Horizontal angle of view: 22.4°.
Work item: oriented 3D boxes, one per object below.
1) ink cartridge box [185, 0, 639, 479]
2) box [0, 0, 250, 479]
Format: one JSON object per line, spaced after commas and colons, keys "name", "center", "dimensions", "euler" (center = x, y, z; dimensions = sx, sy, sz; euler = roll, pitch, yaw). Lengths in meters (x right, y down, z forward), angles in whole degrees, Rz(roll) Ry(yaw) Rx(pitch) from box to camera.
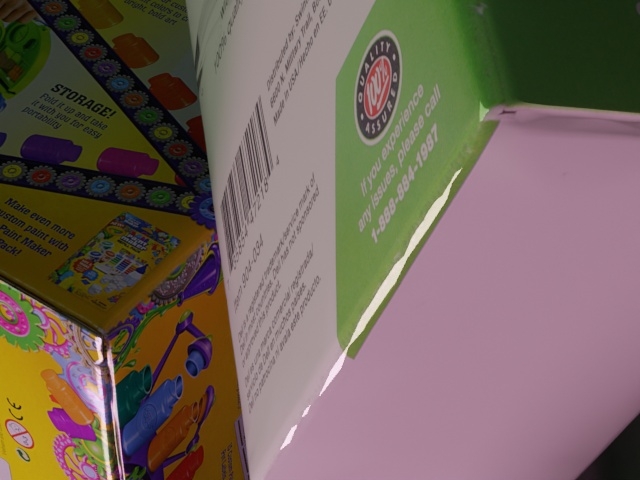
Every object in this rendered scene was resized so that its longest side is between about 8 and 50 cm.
{"name": "ink cartridge box", "center": [0.037, -0.084, 0.507], "dimensions": [0.198, 0.114, 0.273], "euler": [118, 148, -51]}
{"name": "box", "center": [-0.065, 0.019, 0.736], "dimensions": [0.279, 0.177, 0.290], "euler": [-44, -29, -37]}
